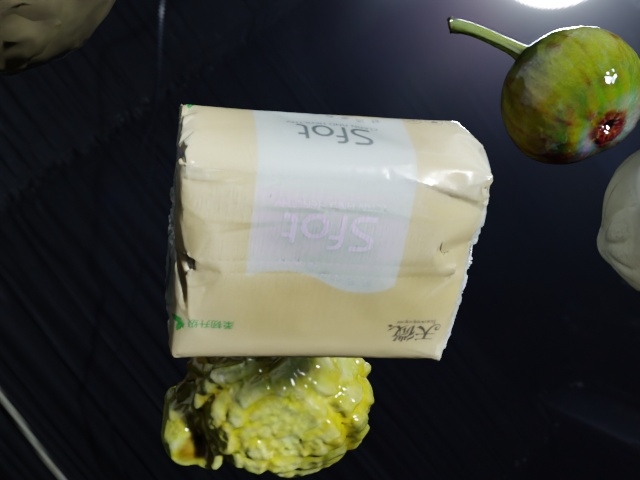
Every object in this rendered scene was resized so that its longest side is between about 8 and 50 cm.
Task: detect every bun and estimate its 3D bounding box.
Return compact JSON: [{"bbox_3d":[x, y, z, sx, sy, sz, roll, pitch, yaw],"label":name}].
[{"bbox_3d":[0.270,-0.007,0.670,0.094,0.138,0.138,-20,-162,42],"label":"bun"}]

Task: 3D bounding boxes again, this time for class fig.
[{"bbox_3d":[0.229,-0.182,0.893,0.149,0.149,0.245,-36,-131,-3],"label":"fig"}]

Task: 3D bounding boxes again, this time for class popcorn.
[{"bbox_3d":[-0.065,0.203,1.110,0.285,0.225,0.174,4,-145,-10],"label":"popcorn"}]

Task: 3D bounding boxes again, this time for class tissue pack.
[{"bbox_3d":[0.000,0.000,0.608,0.222,0.186,0.090,4,-148,-11],"label":"tissue pack"}]

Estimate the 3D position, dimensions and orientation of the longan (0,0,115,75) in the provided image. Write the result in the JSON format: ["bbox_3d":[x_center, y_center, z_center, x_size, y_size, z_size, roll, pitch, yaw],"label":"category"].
[{"bbox_3d":[-0.440,-0.409,1.064,0.391,0.391,0.391,-34,-169,8],"label":"longan"}]
